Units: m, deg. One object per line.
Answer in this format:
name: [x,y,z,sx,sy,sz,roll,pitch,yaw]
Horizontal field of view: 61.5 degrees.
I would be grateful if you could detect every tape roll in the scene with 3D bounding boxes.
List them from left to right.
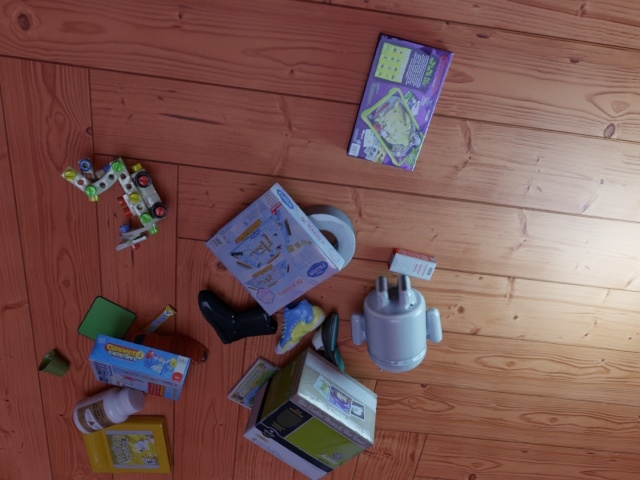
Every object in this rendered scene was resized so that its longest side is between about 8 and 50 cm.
tape roll: [0.000,0.000,1.704,0.219,0.072,0.219,0,117,-1]

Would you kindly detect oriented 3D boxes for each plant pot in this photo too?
plant pot: [-0.952,0.450,1.935,0.083,0.083,0.079,-34,126,16]

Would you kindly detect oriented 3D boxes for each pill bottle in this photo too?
pill bottle: [-0.776,0.616,1.985,0.229,0.131,0.131,-22,115,11]

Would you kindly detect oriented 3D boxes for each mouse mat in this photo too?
mouse mat: [-0.750,0.291,1.888,0.152,0.007,0.190,31,112,-15]

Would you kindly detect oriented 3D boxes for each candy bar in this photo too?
candy bar: [-0.566,0.284,1.878,0.161,0.018,0.040,-41,110,18]

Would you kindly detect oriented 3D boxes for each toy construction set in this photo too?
toy construction set: [-0.587,-0.111,1.599,0.215,0.151,0.328,-28,125,-14]

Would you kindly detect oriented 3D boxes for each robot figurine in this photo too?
robot figurine: [0.249,0.289,1.781,0.300,0.200,0.353,-1,118,10]

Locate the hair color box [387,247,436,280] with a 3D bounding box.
hair color box: [0.299,0.077,1.760,0.141,0.043,0.072,15,116,-7]

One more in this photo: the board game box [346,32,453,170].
board game box: [0.217,-0.383,1.522,0.208,0.056,0.347,15,117,-3]

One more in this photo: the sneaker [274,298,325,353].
sneaker: [-0.098,0.286,1.857,0.240,0.091,0.126,-42,92,20]

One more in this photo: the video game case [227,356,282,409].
video game case: [-0.203,0.559,2.018,0.206,0.026,0.227,32,114,-16]

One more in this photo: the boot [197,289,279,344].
boot: [-0.271,0.240,1.811,0.207,0.094,0.246,-16,123,12]

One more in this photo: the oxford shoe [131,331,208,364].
oxford shoe: [-0.535,0.389,1.905,0.271,0.097,0.098,19,145,-17]

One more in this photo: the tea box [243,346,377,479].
tea box: [-0.030,0.608,1.872,0.329,0.220,0.323,38,122,-15]

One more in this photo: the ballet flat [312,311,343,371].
ballet flat: [0.022,0.372,1.888,0.096,0.095,0.280,1,118,13]

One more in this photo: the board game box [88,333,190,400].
board game box: [-0.612,0.441,1.836,0.302,0.086,0.308,17,150,-10]

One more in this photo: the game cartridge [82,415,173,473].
game cartridge: [-0.765,0.814,2.133,0.323,0.053,0.285,-1,117,-1]

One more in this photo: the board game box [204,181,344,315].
board game box: [-0.145,0.035,1.655,0.318,0.066,0.318,-34,101,30]
